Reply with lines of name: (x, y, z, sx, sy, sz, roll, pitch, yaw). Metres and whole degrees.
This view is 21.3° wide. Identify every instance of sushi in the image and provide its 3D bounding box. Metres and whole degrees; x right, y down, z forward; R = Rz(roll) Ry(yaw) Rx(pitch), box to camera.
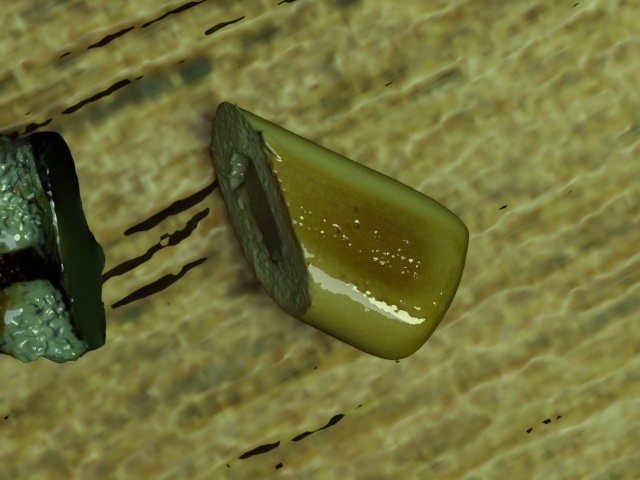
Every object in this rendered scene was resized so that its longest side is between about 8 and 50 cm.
sushi: (-0.106, 0.003, 0.605, 0.046, 0.044, 0.083, -8, 97, 13)

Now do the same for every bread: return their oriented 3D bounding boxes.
bread: (-0.002, 0.000, 0.609, 0.103, 0.049, 0.062, 25, 72, -10)
